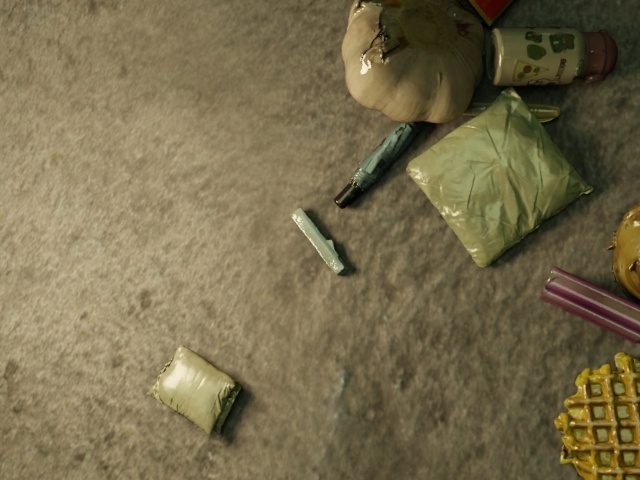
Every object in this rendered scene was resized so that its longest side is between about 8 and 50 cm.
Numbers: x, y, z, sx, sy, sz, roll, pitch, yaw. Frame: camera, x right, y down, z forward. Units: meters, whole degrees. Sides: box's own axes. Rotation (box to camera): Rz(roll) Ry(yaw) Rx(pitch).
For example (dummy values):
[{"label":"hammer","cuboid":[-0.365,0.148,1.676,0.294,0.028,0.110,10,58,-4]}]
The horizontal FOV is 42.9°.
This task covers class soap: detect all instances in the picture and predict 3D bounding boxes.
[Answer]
[{"label":"soap","cuboid":[0.527,0.124,1.559,0.203,0.122,0.065,27,89,18]}]

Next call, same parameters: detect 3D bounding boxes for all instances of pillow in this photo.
[{"label":"pillow","cuboid":[0.362,-0.130,1.672,0.281,0.076,0.274,-37,81,8]},{"label":"pillow","cuboid":[-0.270,0.329,1.788,0.181,0.078,0.134,31,89,18]}]

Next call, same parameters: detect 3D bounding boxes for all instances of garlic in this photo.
[{"label":"garlic","cuboid":[0.193,-0.389,1.693,0.322,0.241,0.321,-3,97,-25]}]

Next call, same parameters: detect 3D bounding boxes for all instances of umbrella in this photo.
[{"label":"umbrella","cuboid":[0.122,-0.168,1.771,0.052,0.053,0.250,44,94,17]}]

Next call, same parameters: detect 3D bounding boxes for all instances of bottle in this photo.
[{"label":"bottle","cuboid":[0.471,-0.373,1.650,0.253,0.120,0.120,-1,79,-2]}]

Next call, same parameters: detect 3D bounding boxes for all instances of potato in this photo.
[{"label":"potato","cuboid":[0.696,0.010,1.493,0.300,0.196,0.246,-33,74,7]}]

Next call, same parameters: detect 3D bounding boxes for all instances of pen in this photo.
[{"label":"pen","cuboid":[0.387,-0.271,1.724,0.234,0.032,0.040,5,105,19]}]

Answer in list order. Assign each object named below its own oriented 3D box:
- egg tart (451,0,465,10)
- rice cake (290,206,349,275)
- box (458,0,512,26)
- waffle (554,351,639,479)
[{"label":"egg tart","cuboid":[0.291,-0.549,1.798,0.105,0.039,0.105,-4,77,18]},{"label":"rice cake","cuboid":[0.000,0.000,1.790,0.042,0.030,0.180,-39,73,5]},{"label":"box","cuboid":[0.322,-0.586,1.699,0.153,0.240,0.074,-46,32,7]},{"label":"waffle","cuboid":[0.593,0.371,1.526,0.329,0.062,0.329,-3,80,16]}]
